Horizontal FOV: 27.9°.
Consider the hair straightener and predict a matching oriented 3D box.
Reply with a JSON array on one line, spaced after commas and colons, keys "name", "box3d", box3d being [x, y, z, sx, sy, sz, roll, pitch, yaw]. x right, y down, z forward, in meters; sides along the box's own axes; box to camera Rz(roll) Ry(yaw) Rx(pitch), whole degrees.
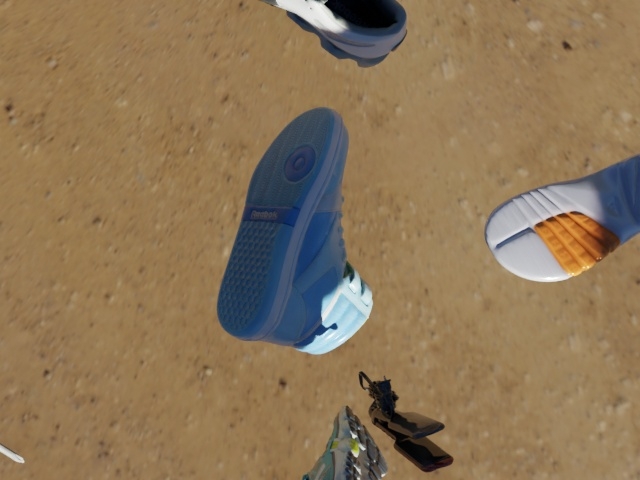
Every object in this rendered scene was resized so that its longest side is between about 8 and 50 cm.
[{"name": "hair straightener", "box3d": [0.092, 0.194, 1.505, 0.047, 0.230, 0.089, -17, 103, -10]}]

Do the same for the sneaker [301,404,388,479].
[{"name": "sneaker", "box3d": [0.021, 0.312, 1.765, 0.110, 0.275, 0.107, -32, 98, 14]}]

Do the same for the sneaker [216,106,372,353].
[{"name": "sneaker", "box3d": [0.000, 0.000, 1.696, 0.208, 0.127, 0.319, 26, 83, -41]}]

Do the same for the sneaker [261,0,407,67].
[{"name": "sneaker", "box3d": [-0.032, -0.337, 1.578, 0.330, 0.146, 0.122, 27, 81, -10]}]

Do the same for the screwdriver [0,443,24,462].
[{"name": "screwdriver", "box3d": [-0.249, 0.090, 0.772, 0.170, 0.025, 0.024, 39, 105, -13]}]

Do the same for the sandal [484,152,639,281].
[{"name": "sandal", "box3d": [0.285, -0.018, 1.398, 0.265, 0.076, 0.102, -20, 80, -25]}]
